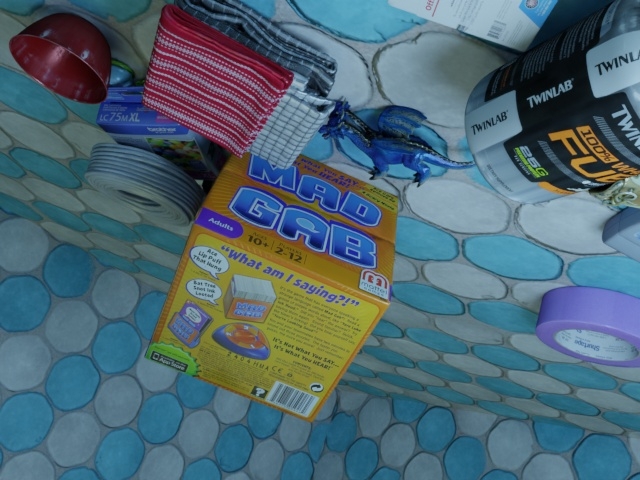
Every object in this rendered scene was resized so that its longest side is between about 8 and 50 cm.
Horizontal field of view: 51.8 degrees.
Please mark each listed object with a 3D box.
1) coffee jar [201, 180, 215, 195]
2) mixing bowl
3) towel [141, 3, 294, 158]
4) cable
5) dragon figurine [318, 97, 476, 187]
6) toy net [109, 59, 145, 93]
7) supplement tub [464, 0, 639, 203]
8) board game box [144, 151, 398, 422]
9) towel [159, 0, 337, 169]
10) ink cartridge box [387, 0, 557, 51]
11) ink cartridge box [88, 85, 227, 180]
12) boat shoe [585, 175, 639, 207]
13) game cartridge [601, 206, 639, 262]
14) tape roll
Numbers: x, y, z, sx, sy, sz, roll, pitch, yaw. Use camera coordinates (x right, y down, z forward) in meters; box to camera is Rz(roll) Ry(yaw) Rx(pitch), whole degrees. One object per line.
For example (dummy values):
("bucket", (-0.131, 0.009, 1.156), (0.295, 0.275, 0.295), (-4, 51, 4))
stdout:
("coffee jar", (-0.177, -0.116, 1.519), (0.184, 0.079, 0.096), (10, 164, 24))
("mixing bowl", (-0.449, -0.340, 1.189), (0.181, 0.098, 0.181), (18, 158, 7))
("towel", (-0.168, -0.226, 0.996), (0.199, 0.031, 0.275), (28, 156, -12))
("cable", (-0.383, -0.118, 1.436), (0.257, 0.089, 0.257), (17, 165, 8))
("dragon figurine", (0.134, -0.165, 1.108), (0.289, 0.085, 0.144), (11, 158, 26))
("toy net", (-0.376, -0.283, 1.353), (0.122, 0.045, 0.232), (7, 161, -1))
("supplement tub", (0.337, -0.167, 0.771), (0.193, 0.193, 0.316), (28, 157, -20))
("board game box", (-0.086, 0.066, 1.316), (0.356, 0.356, 0.356), (23, 125, -7))
("towel", (-0.121, -0.261, 1.070), (0.284, 0.121, 0.235), (26, 157, -9))
("ink cartridge box", (0.179, -0.301, 0.770), (0.180, 0.060, 0.104), (20, 160, 1))
("ink cartridge box", (-0.329, -0.214, 1.371), (0.186, 0.065, 0.311), (4, 159, 14))
("boat shoe", (0.409, -0.103, 1.003), (0.285, 0.089, 0.104), (23, 158, -7))
("game cartridge", (0.624, -0.015, 1.080), (0.198, 0.062, 0.297), (22, 159, -15))
("tape roll", (0.651, 0.205, 1.541), (0.275, 0.090, 0.275), (17, 158, 7))
